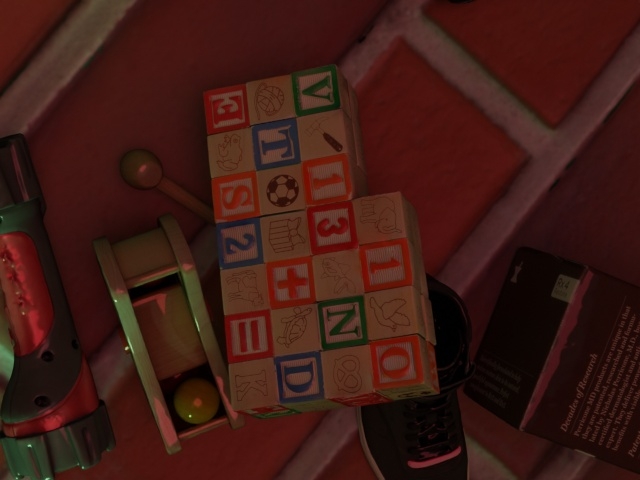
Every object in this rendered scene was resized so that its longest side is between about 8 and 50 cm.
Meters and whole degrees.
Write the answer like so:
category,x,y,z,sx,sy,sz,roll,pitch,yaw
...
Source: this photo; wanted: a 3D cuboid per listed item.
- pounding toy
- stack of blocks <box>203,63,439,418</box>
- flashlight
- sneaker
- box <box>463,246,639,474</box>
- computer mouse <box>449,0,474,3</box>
category,x,y,z,sx,sy,sz,roll,pitch,yaw
pounding toy,-0.116,0.045,1.267,0.155,0.154,0.269,-20,100,-10
stack of blocks,0.000,0.000,1.243,0.171,0.087,0.297,-10,76,12
flashlight,-0.275,0.063,1.261,0.103,0.103,0.304,-17,101,-8
sneaker,0.097,0.157,1.333,0.104,0.147,0.296,-16,101,-13
box,0.282,0.124,1.360,0.203,0.168,0.167,21,92,-14
computer mouse,0.126,-0.381,1.327,0.188,0.072,0.272,-39,115,-8
